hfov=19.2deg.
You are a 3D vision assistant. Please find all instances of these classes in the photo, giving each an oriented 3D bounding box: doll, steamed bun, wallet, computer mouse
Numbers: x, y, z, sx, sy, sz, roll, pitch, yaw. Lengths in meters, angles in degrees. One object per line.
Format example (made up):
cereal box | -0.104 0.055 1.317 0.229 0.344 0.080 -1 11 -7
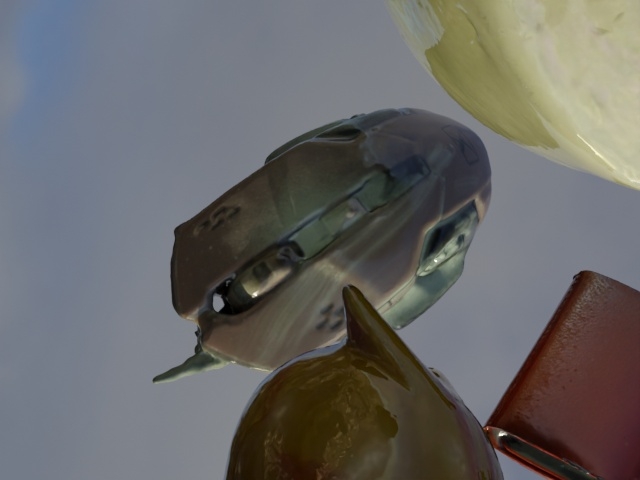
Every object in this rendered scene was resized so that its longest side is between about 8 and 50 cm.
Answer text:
doll | -0.013 0.175 0.928 0.162 0.166 0.269 41 -94 24
steamed bun | 0.168 -0.260 1.294 0.371 0.290 0.455 -150 -131 -69
wallet | 0.246 0.129 1.663 0.204 0.142 0.045 -54 164 -36
computer mouse | 0.003 -0.003 1.649 0.199 0.389 0.115 50 -26 11
